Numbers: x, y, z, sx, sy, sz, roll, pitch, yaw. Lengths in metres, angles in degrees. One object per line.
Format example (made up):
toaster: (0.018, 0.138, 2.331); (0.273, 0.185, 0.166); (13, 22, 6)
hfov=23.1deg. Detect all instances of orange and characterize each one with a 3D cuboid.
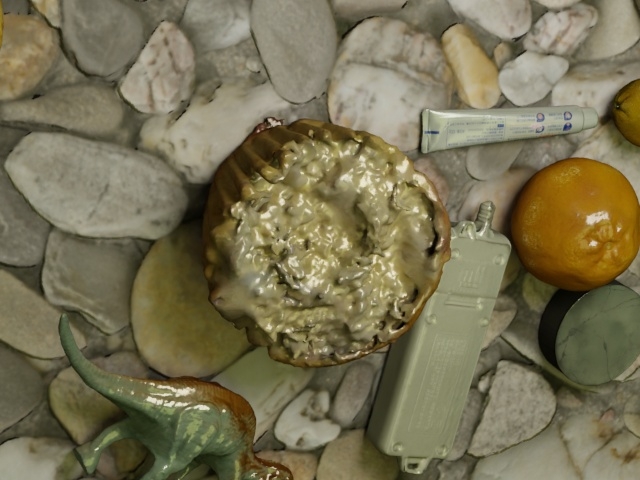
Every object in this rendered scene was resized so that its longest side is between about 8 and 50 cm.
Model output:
orange: (0.299, -0.016, 1.799); (0.159, 0.136, 0.159); (-7, 110, -20)
orange: (0.383, -0.149, 1.817); (0.095, 0.085, 0.085); (12, 105, -17)

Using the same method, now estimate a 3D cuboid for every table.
table: (0.335, 0.109, 1.918); (0.133, 0.043, 0.133); (-9, 113, -22)

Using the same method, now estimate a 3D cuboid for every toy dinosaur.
toy dinosaur: (-0.181, 0.204, 1.689); (0.205, 0.092, 0.393); (-36, 119, -8)

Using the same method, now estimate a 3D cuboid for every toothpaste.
toothpaste: (0.215, -0.132, 1.776); (0.218, 0.033, 0.052); (-6, 111, -20)

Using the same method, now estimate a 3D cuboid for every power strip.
power strip: (0.140, 0.110, 1.820); (0.098, 0.058, 0.338); (8, 107, -27)

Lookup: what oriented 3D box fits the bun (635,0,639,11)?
bun: (0.430, -0.293, 1.776); (0.138, 0.094, 0.138); (-10, 117, -20)

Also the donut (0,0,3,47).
donut: (-0.412, -0.205, 1.411); (0.277, 0.108, 0.277); (-9, 114, -21)

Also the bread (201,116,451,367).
bread: (0.000, 0.000, 1.661); (0.274, 0.149, 0.274); (-7, 115, -16)
